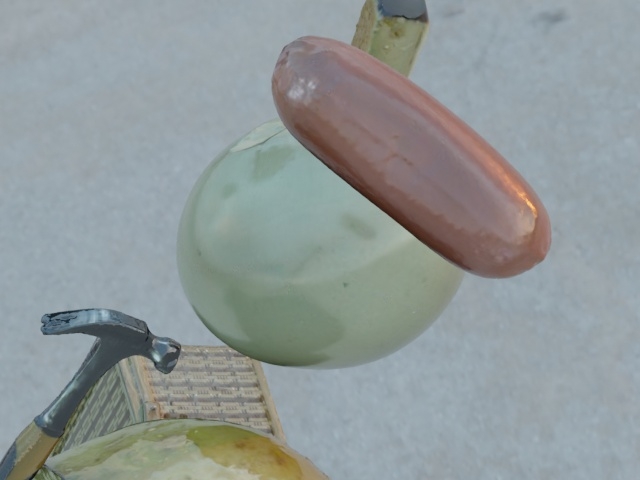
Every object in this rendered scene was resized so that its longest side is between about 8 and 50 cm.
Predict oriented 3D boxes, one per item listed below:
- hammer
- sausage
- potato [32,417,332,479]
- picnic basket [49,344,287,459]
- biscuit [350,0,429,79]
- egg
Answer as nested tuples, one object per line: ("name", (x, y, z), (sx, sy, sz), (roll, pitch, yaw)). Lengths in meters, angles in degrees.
("hammer", (-0.169, 0.114, 0.866), (0.201, 0.078, 0.021), (-50, 25, 23))
("sausage", (0.052, -0.049, 0.833), (0.194, 0.077, 0.077), (37, 57, 0))
("potato", (-0.097, 0.239, 1.135), (0.242, 0.242, 0.285), (-41, 13, -23))
("picnic basket", (-0.142, 0.278, 1.422), (0.175, 0.228, 0.312), (3, 49, -31))
("biscuit", (0.051, -0.146, 1.313), (0.056, 0.188, 0.052), (2, 51, -17))
("egg", (0.000, 0.000, 1.210), (0.269, 0.219, 0.219), (-4, 41, 34))
